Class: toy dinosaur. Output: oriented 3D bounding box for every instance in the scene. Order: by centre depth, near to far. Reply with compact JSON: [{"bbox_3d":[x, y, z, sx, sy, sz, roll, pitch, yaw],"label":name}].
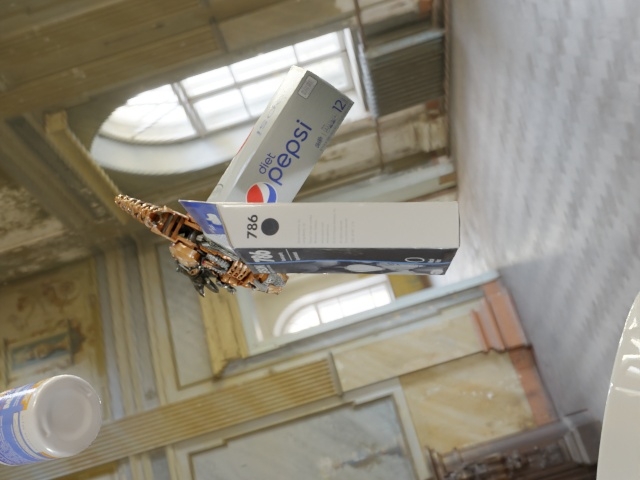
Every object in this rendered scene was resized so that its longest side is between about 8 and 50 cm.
[{"bbox_3d":[-0.204,-0.003,1.278,0.322,0.164,0.218,48,174,3],"label":"toy dinosaur"}]

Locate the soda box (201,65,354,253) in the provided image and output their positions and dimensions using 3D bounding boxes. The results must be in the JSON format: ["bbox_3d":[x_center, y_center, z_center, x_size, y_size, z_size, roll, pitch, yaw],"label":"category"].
[{"bbox_3d":[-0.072,-0.118,1.084,0.091,0.286,0.098,30,-173,-22],"label":"soda box"}]

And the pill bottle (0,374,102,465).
[{"bbox_3d":[-0.566,0.357,1.401,0.152,0.272,0.152,27,-126,-44],"label":"pill bottle"}]

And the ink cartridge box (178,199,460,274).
[{"bbox_3d":[0.000,0.000,0.902,0.165,0.333,0.065,70,-159,-76],"label":"ink cartridge box"}]

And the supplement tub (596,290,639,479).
[{"bbox_3d":[0.345,0.140,0.395,0.235,0.325,0.235,-12,-75,-54],"label":"supplement tub"}]
